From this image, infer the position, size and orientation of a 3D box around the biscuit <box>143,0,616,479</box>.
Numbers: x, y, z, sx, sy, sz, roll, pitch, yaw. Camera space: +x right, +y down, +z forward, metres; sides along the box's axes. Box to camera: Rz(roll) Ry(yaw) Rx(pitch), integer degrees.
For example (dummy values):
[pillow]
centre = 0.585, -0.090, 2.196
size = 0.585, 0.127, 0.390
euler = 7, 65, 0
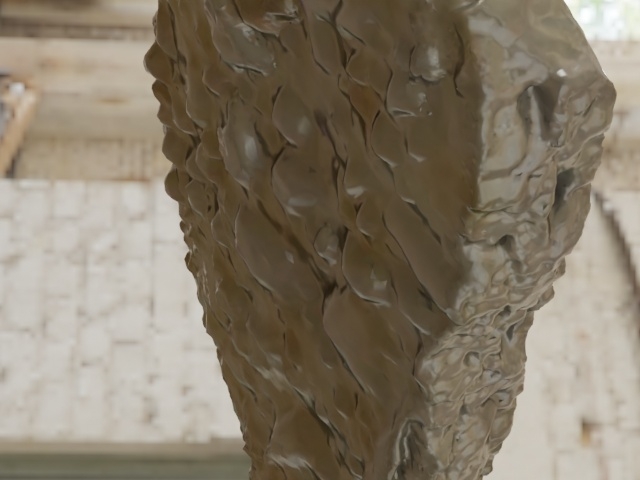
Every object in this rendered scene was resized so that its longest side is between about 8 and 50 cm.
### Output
[biscuit]
centre = 0.001, -0.001, 0.437
size = 0.141, 0.038, 0.290
euler = 50, -27, 32
